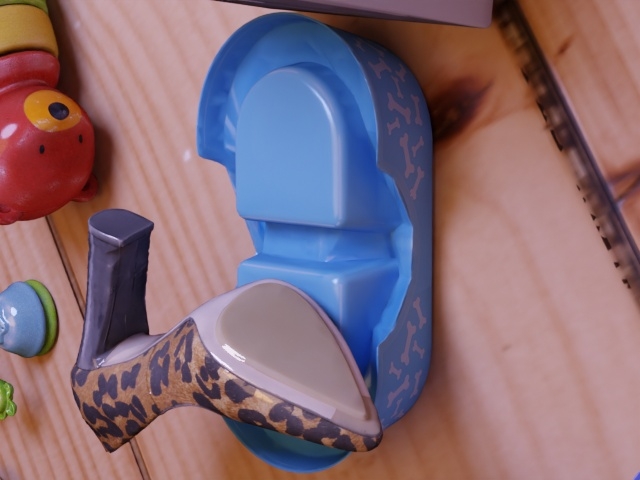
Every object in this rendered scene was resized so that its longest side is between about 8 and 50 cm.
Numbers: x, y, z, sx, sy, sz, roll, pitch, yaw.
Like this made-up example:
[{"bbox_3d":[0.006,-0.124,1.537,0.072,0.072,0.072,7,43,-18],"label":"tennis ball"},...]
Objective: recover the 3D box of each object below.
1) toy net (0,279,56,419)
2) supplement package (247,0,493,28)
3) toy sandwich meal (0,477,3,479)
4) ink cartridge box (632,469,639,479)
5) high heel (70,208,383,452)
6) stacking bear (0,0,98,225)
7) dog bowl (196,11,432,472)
[{"bbox_3d":[-0.324,0.071,1.269,0.232,0.045,0.122,24,114,42],"label":"toy net"},{"bbox_3d":[-0.019,-0.268,0.802,0.199,0.198,0.263,14,100,42],"label":"supplement package"},{"bbox_3d":[-0.299,0.245,1.277,0.085,0.029,0.085,6,100,39],"label":"toy sandwich meal"},{"bbox_3d":[0.252,0.085,0.703,0.097,0.046,0.207,48,125,30],"label":"ink cartridge box"},{"bbox_3d":[-0.064,0.111,0.900,0.261,0.093,0.186,32,129,34],"label":"high heel"},{"bbox_3d":[-0.278,-0.150,1.121,0.164,0.175,0.289,-36,78,39],"label":"stacking bear"},{"bbox_3d":[0.000,0.000,0.920,0.166,0.074,0.297,6,101,44],"label":"dog bowl"}]
